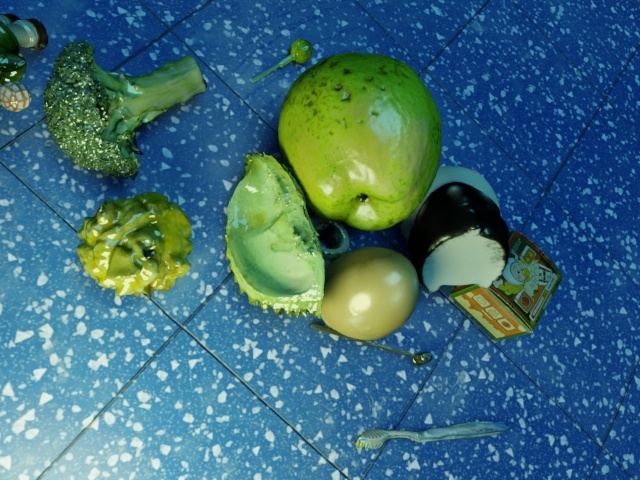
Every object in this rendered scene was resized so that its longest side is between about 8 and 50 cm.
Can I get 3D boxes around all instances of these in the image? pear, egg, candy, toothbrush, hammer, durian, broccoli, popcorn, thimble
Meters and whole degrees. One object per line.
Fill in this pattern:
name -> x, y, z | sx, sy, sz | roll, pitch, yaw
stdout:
pear -> 0.093, -0.205, 1.336 | 0.392, 0.391, 0.390 | 8, 70, -22
egg -> 0.106, 0.109, 1.306 | 0.201, 0.244, 0.200 | 17, 56, -27
candy -> -0.098, -0.441, 1.512 | 0.194, 0.062, 0.058 | -37, 135, -21
toothbrush -> 0.266, 0.437, 1.379 | 0.414, 0.042, 0.035 | 3, 34, -24
hammer -> 0.111, 0.232, 1.379 | 0.293, 0.058, 0.029 | 18, 65, -12
durian -> -0.105, -0.008, 1.272 | 0.163, 0.198, 0.393 | -8, 74, -25
broccoli -> -0.398, -0.312, 1.254 | 0.252, 0.221, 0.361 | 39, 51, -16
popcorn -> -0.348, 0.009, 1.171 | 0.218, 0.169, 0.189 | -22, 81, -22
thimble -> 0.000, 0.000, 1.376 | 0.115, 0.090, 0.102 | 5, 70, -24

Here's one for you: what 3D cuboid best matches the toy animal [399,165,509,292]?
toy animal -> 0.316, -0.050, 1.439 | 0.251, 0.250, 0.309 | 18, 39, -18

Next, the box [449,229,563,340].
box -> 0.464, 0.112, 1.514 | 0.177, 0.148, 0.195 | 43, 61, -4

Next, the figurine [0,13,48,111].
figurine -> -0.654, -0.324, 1.119 | 0.282, 0.167, 0.370 | 17, 41, 7
